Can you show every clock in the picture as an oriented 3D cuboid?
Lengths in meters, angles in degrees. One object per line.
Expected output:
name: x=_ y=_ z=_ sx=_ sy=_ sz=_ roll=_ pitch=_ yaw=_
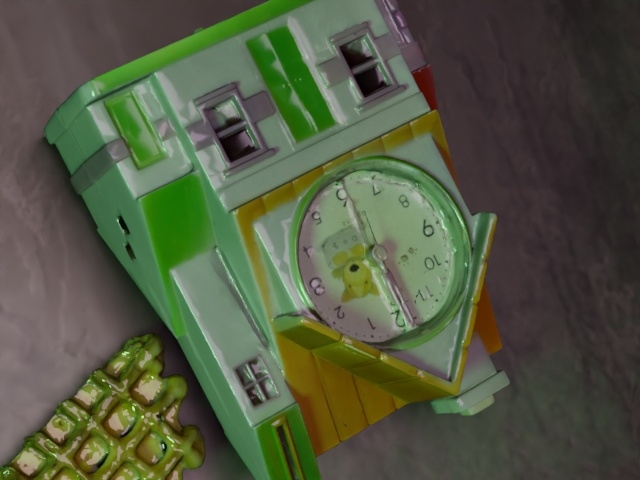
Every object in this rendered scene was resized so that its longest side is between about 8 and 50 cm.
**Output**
clock: x=0.000 y=0.000 z=0.997 sx=0.235 sy=0.166 sz=0.309 roll=-28 pitch=93 yaw=-22

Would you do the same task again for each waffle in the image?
waffle: x=-0.166 y=0.154 z=0.973 sx=0.192 sy=0.046 sz=0.160 roll=-12 pitch=87 yaw=-22
